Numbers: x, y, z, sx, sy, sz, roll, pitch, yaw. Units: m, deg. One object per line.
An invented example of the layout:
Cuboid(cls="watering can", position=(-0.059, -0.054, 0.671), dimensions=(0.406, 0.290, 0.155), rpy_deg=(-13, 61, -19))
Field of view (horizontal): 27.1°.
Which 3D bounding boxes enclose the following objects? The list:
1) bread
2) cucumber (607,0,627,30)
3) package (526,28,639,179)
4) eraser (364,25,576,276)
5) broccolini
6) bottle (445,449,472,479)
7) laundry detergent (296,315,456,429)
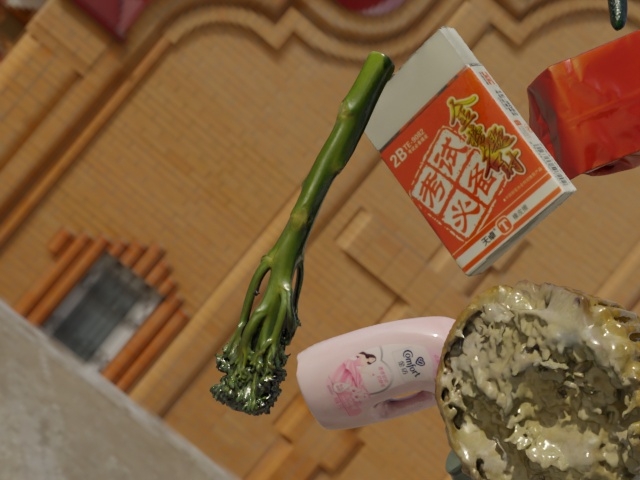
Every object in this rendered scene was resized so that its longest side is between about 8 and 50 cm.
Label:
Cuboid(cls="bread", position=(0.259, 0.169, 1.461), dimensions=(0.274, 0.274, 0.149), rpy_deg=(39, 30, 28))
Cuboid(cls="cucumber", position=(0.469, -0.385, 2.104), dimensions=(0.032, 0.032, 0.133), rpy_deg=(41, 42, -44))
Cuboid(cls="package", position=(0.516, -0.225, 2.058), dimensions=(0.123, 0.423, 0.196), rpy_deg=(17, 56, -67))
Cuboid(cls="eraser", position=(0.154, -0.097, 1.460), dimensions=(0.038, 0.157, 0.230), rpy_deg=(-15, 66, -52))
Cuboid(cls="broccolini", position=(-0.004, -0.002, 1.362), dimensions=(0.078, 0.392, 0.074), rpy_deg=(27, 0, 12))
Cuboid(cls="bottle", position=(0.319, 0.408, 2.157), dimensions=(0.253, 0.096, 0.079), rpy_deg=(34, 31, -18))
Cuboid(cls="laundry detergent", position=(0.139, 0.180, 1.919), dimensions=(0.088, 0.335, 0.159), rpy_deg=(-80, 150, -55))
